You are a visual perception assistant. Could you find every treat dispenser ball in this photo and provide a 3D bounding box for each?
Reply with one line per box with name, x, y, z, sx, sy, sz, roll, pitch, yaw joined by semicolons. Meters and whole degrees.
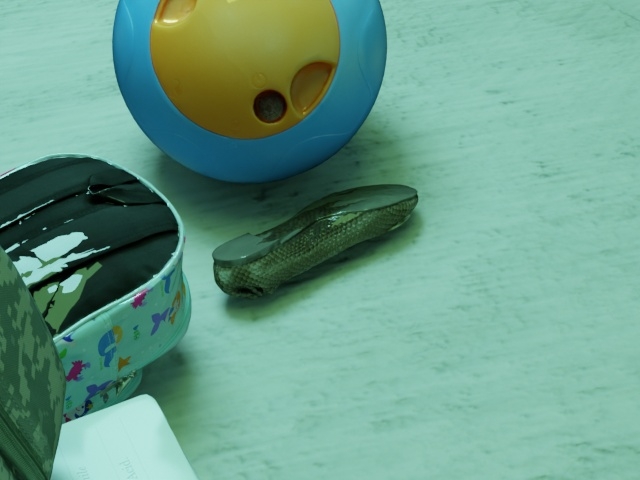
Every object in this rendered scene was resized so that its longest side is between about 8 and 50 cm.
treat dispenser ball;-0.074;-0.203;1.181;0.288;0.288;0.288;0;40;0

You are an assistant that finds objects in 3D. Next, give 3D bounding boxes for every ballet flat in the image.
ballet flat;0.000;0.000;1.127;0.250;0.058;0.084;-25;23;-34

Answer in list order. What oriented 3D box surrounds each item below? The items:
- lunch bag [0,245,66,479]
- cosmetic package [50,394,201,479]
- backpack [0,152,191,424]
lunch bag;-0.304;0.141;0.608;0.305;0.212;0.256;-1;55;3
cosmetic package;-0.241;0.276;0.708;0.385;0.156;0.217;-19;41;-22
backpack;-0.238;0.047;0.958;0.253;0.191;0.225;-37;54;-26
